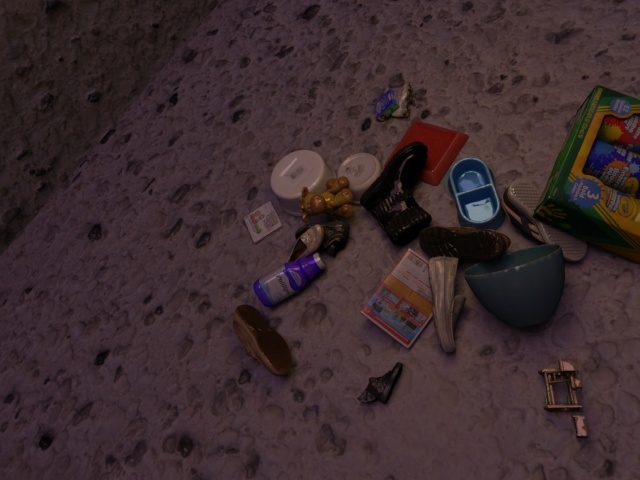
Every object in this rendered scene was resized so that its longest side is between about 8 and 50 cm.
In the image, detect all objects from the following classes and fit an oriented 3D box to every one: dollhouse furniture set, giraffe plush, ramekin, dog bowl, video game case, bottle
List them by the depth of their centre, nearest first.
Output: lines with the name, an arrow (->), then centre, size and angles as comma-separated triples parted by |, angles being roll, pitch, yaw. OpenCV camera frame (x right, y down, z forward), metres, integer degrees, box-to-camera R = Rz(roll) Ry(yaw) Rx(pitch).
dollhouse furniture set -> 0.662, 0.434, 1.386 | 0.101, 0.161, 0.181 | -9, 58, 21
video game case -> 0.301, 0.195, 1.734 | 0.204, 0.025, 0.285 | 37, 81, 14
dog bowl -> 0.554, -0.168, 1.813 | 0.166, 0.074, 0.297 | -16, 65, 15
bottle -> -0.115, 0.144, 1.943 | 0.283, 0.118, 0.092 | -30, 13, 6
giraffe plush -> 0.008, -0.150, 1.974 | 0.210, 0.171, 0.181 | -36, 65, 58
ramekin -> 0.165, -0.256, 2.046 | 0.207, 0.109, 0.207 | -11, 59, 19
ramekin -> -0.077, -0.250, 2.140 | 0.278, 0.135, 0.277 | -11, 59, 19
video game case -> -0.250, -0.080, 2.194 | 0.143, 0.019, 0.157 | -32, 54, 5

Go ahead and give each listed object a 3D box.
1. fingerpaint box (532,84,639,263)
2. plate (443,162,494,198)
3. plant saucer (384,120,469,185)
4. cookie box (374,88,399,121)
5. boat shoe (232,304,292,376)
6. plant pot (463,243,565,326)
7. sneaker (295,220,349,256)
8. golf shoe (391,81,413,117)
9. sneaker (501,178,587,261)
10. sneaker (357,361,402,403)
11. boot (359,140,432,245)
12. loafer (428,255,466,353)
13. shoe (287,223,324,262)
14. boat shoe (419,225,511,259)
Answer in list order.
fingerpaint box -> 0.929, -0.207, 1.555 | 0.371, 0.163, 0.444 | 27, 74, 12
plate -> 0.556, -0.233, 1.903 | 0.188, 0.024, 0.188 | -12, 58, 20
plant saucer -> 0.418, -0.368, 2.031 | 0.259, 0.047, 0.259 | 27, 75, 34
cookie box -> 0.286, -0.585, 2.189 | 0.107, 0.040, 0.091 | -39, 43, 43
boat shoe -> -0.220, 0.383, 1.871 | 0.341, 0.122, 0.110 | 48, 125, 39
plant pot -> 0.608, 0.148, 1.534 | 0.291, 0.290, 0.195 | -19, 90, 14
sneaker -> 0.000, 0.000, 1.990 | 0.228, 0.087, 0.130 | -4, 56, 19
golf shoe -> 0.351, -0.611, 2.192 | 0.086, 0.069, 0.176 | 0, 61, 32
sneaker -> 0.731, -0.057, 1.670 | 0.126, 0.127, 0.321 | -34, 77, -13
sneaker -> 0.197, 0.464, 1.655 | 0.089, 0.051, 0.170 | 21, 76, 28
boot -> 0.333, -0.172, 1.884 | 0.348, 0.131, 0.260 | -51, 50, 15
loafer -> 0.420, 0.204, 1.649 | 0.112, 0.112, 0.319 | -5, 76, 10
shoe -> -0.058, 0.024, 1.955 | 0.076, 0.058, 0.219 | 52, 126, 24
boat shoe -> 0.495, 0.010, 1.739 | 0.324, 0.120, 0.122 | 9, 103, 46
